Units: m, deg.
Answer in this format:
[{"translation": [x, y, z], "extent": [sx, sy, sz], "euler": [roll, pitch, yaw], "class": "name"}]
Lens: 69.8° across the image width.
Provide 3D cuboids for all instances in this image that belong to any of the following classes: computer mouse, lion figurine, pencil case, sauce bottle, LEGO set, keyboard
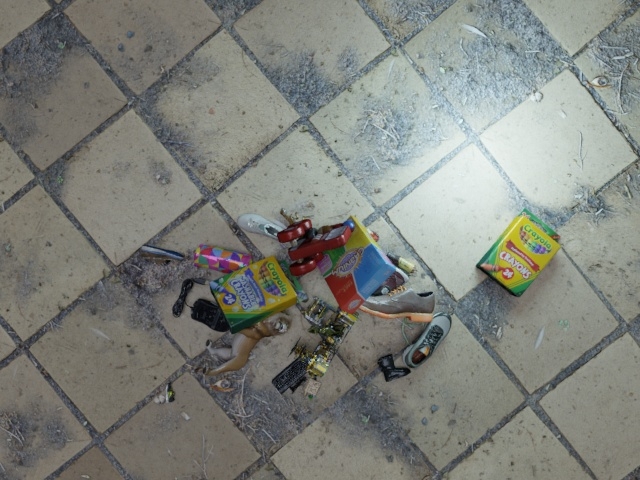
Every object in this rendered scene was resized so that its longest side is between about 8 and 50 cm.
[{"translation": [-0.462, 0.257, 1.879], "extent": [0.262, 0.060, 0.183], "euler": [17, 90, 8], "class": "computer mouse"}, {"translation": [-0.306, 0.410, 1.837], "extent": [0.392, 0.240, 0.142], "euler": [-47, 46, 15], "class": "lion figurine"}, {"translation": [-0.393, 0.082, 1.855], "extent": [0.237, 0.104, 0.104], "euler": [12, 90, 2], "class": "pencil case"}, {"translation": [0.329, 0.089, 1.879], "extent": [0.128, 0.042, 0.042], "euler": [29, 90, -1], "class": "sauce bottle"}, {"translation": [-0.014, 0.353, 1.783], "extent": [0.192, 0.255, 0.331], "euler": [32, 87, 0], "class": "LEGO set"}, {"translation": [-0.103, 0.557, 1.885], "extent": [0.192, 0.038, 0.100], "euler": [-41, 90, 1], "class": "keyboard"}]

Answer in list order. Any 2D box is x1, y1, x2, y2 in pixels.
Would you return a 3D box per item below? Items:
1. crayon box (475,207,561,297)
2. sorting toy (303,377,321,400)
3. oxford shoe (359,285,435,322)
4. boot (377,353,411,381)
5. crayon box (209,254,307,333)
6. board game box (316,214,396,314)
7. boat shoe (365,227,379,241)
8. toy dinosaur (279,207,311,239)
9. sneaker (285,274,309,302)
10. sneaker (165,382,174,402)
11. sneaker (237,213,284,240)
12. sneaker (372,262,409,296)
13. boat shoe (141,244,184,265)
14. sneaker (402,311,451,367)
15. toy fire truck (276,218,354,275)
[{"translation": [0.814, 0.044, 1.858], "extent": [0.202, 0.081, 0.318], "euler": [38, 90, 1], "class": "crayon box"}, {"translation": [-0.039, 0.616, 1.897], "extent": [0.062, 0.012, 0.083], "euler": [25, 87, -5], "class": "sorting toy"}, {"translation": [0.288, 0.234, 1.803], "extent": [0.364, 0.130, 0.132], "euler": [9, 97, -25], "class": "oxford shoe"}, {"translation": [0.300, 0.516, 1.882], "extent": [0.121, 0.045, 0.099], "euler": [-19, 84, -1], "class": "boot"}, {"translation": [-0.233, 0.191, 1.753], "extent": [0.323, 0.083, 0.203], "euler": [-23, 63, -20], "class": "crayon box"}, {"translation": [0.118, 0.084, 1.736], "extent": [0.064, 0.316, 0.242], "euler": [30, 108, -38], "class": "board game box"}, {"translation": [0.180, -0.031, 1.879], "extent": [0.137, 0.043, 0.049], "euler": [25, 88, -1], "class": "boat shoe"}, {"translation": [-0.091, -0.045, 1.881], "extent": [0.112, 0.064, 0.211], "euler": [-28, 84, 24], "class": "toy dinosaur"}, {"translation": [-0.142, 0.202, 1.870], "extent": [0.192, 0.064, 0.086], "euler": [43, 88, 8], "class": "sneaker"}, {"translation": [-0.620, 0.628, 1.894], "extent": [0.035, 0.031, 0.083], "euler": [-1, 94, -13], "class": "sneaker"}, {"translation": [-0.239, -0.057, 1.855], "extent": [0.213, 0.094, 0.080], "euler": [18, 92, 0], "class": "sneaker"}, {"translation": [0.207, 0.134, 1.851], "extent": [0.282, 0.106, 0.162], "euler": [33, 93, -1], "class": "sneaker"}, {"translation": [-0.646, 0.069, 1.877], "extent": [0.184, 0.066, 0.066], "euler": [14, 95, 10], "class": "boat shoe"}, {"translation": [0.441, 0.409, 1.848], "extent": [0.100, 0.108, 0.271], "euler": [38, 89, 1], "class": "sneaker"}, {"translation": [0.000, 0.000, 1.703], "extent": [0.254, 0.302, 0.169], "euler": [-16, 100, 16], "class": "toy fire truck"}]
